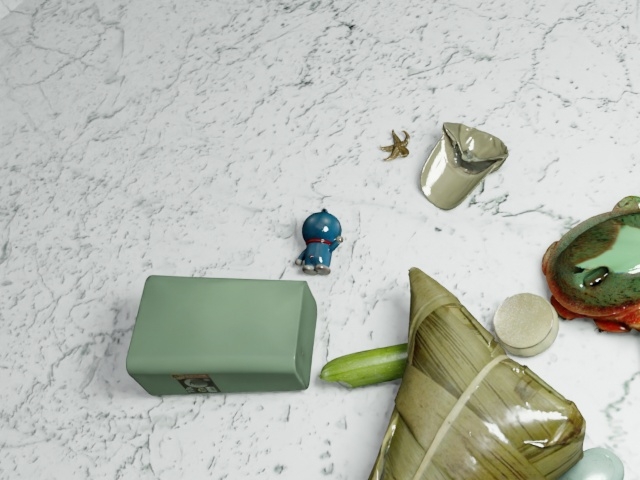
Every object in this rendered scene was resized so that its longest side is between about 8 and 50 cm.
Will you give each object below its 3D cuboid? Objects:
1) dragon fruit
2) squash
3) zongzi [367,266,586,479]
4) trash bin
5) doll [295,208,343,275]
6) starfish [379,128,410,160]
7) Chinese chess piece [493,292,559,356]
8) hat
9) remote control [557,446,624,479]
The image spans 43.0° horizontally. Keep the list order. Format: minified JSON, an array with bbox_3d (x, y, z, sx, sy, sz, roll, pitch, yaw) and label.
[{"bbox_3d":[0.556,0.049,1.513,0.295,0.130,0.268,-4,48,27],"label":"dragon fruit"},{"bbox_3d":[0.113,0.242,1.576,0.239,0.069,0.069,-12,55,10],"label":"squash"},{"bbox_3d":[0.136,0.340,1.428,0.500,0.218,0.467,-39,49,-7],"label":"zongzi"},{"bbox_3d":[-0.193,0.191,1.650,0.343,0.158,0.223,-2,57,15],"label":"trash bin"},{"bbox_3d":[0.000,0.000,1.766,0.114,0.085,0.152,-6,66,27],"label":"doll"},{"bbox_3d":[0.175,-0.215,1.883,0.078,0.028,0.091,27,72,36],"label":"starfish"},{"bbox_3d":[0.390,0.160,1.542,0.122,0.051,0.122,-14,58,23],"label":"Chinese chess piece"},{"bbox_3d":[0.316,-0.154,1.788,0.166,0.144,0.173,41,120,32],"label":"hat"},{"bbox_3d":[0.410,0.447,1.362,0.256,0.045,0.097,-44,54,-10],"label":"remote control"}]
